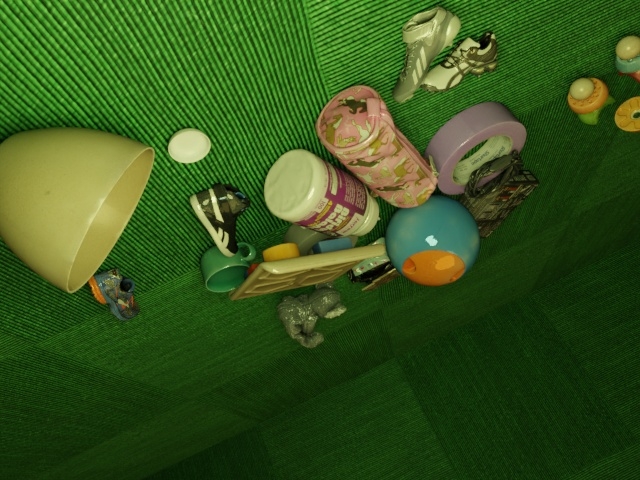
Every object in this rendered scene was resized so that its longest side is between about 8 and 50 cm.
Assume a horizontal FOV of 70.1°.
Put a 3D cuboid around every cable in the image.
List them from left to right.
[{"bbox_3d":[0.501,-0.186,1.330,0.185,0.047,0.151,-37,153,13],"label":"cable"}]

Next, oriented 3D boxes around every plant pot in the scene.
[{"bbox_3d":[-0.441,-0.078,0.776,0.191,0.284,0.284,27,129,-12],"label":"plant pot"}]

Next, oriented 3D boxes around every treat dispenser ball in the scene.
[{"bbox_3d":[0.348,-0.001,1.427,0.289,0.288,0.288,-19,149,-12],"label":"treat dispenser ball"}]

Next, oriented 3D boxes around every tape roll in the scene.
[{"bbox_3d":[0.000,0.000,1.379,0.219,0.072,0.219,-20,150,-12],"label":"tape roll"},{"bbox_3d":[0.435,-0.255,1.297,0.275,0.090,0.274,-19,148,-12],"label":"tape roll"}]

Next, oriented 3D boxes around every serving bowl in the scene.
[{"bbox_3d":[-0.266,-0.195,0.918,0.084,0.027,0.083,-18,149,-12],"label":"serving bowl"}]

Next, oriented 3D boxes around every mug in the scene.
[{"bbox_3d":[-0.252,0.062,1.259,0.158,0.097,0.129,-21,149,-11],"label":"mug"}]

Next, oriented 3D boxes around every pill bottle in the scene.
[{"bbox_3d":[0.018,-0.100,1.140,0.169,0.169,0.302,-41,146,24],"label":"pill bottle"}]

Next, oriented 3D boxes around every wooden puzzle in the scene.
[{"bbox_3d":[-0.051,0.066,1.189,0.323,0.080,0.348,-8,167,-28],"label":"wooden puzzle"}]

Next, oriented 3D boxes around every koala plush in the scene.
[{"bbox_3d":[-0.019,0.243,1.635,0.221,0.196,0.203,-31,140,16],"label":"koala plush"}]

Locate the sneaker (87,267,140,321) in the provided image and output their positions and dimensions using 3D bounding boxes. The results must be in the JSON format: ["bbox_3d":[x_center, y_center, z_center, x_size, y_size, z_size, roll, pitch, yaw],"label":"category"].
[{"bbox_3d":[-0.523,0.144,1.204,0.087,0.083,0.221,-28,154,-12],"label":"sneaker"}]

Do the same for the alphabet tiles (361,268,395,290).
[{"bbox_3d":[0.298,0.120,1.750,0.285,0.011,0.342,-32,167,9],"label":"alphabet tiles"}]

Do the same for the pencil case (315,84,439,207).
[{"bbox_3d":[0.148,-0.206,1.087,0.167,0.160,0.386,-44,146,14],"label":"pencil case"}]

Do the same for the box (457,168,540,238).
[{"bbox_3d":[0.591,-0.120,1.636,0.243,0.076,0.307,-6,144,-31],"label":"box"}]

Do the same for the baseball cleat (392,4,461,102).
[{"bbox_3d":[0.192,-0.387,0.946,0.110,0.072,0.205,16,130,-28],"label":"baseball cleat"}]

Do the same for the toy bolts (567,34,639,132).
[{"bbox_3d":[0.818,-0.427,1.234,0.159,0.218,0.228,18,110,-43],"label":"toy bolts"}]

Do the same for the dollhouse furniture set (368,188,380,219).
[{"bbox_3d":[0.146,-0.111,1.307,0.091,0.081,0.114,-10,146,-26],"label":"dollhouse furniture set"}]

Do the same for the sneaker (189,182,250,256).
[{"bbox_3d":[-0.215,-0.048,1.114,0.121,0.079,0.216,-25,140,-2],"label":"sneaker"}]

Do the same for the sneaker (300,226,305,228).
[{"bbox_3d":[-0.069,-0.089,1.224,0.064,0.061,0.158,-55,150,-5],"label":"sneaker"}]

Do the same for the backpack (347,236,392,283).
[{"bbox_3d":[0.184,0.071,1.581,0.182,0.115,0.152,-31,170,20],"label":"backpack"}]

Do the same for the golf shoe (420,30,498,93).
[{"bbox_3d":[0.300,-0.395,1.004,0.198,0.077,0.093,-28,140,-11],"label":"golf shoe"}]
